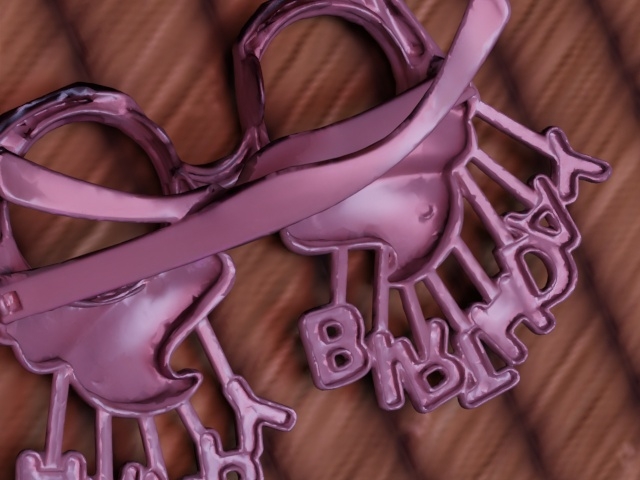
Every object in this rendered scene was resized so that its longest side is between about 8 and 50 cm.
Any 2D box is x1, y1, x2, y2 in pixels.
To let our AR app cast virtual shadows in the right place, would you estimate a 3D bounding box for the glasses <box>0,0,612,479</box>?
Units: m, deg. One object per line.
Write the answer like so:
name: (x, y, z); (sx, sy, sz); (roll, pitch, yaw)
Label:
glasses: (-0.001, 0.005, 0.628); (0.255, 0.095, 0.162); (-25, 106, -21)
